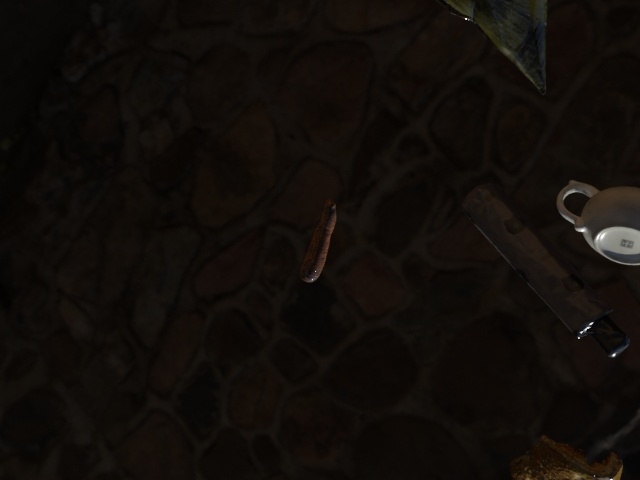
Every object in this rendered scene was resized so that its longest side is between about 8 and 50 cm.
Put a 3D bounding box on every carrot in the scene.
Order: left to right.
[{"bbox_3d":[0.000,0.000,2.436,0.059,0.059,0.248,-18,133,-54],"label":"carrot"}]

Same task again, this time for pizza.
[{"bbox_3d":[0.373,0.361,1.476,0.056,0.134,0.271,-46,168,-27],"label":"pizza"}]

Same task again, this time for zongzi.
[{"bbox_3d":[0.334,-0.414,1.502,0.138,0.300,0.286,-27,168,-40],"label":"zongzi"}]

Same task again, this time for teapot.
[{"bbox_3d":[0.665,-0.049,2.099,0.166,0.299,0.208,-59,160,-17],"label":"teapot"}]

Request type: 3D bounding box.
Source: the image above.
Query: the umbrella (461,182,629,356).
[{"bbox_3d":[0.344,0.042,1.466,0.073,0.337,0.067,-17,148,-37],"label":"umbrella"}]
